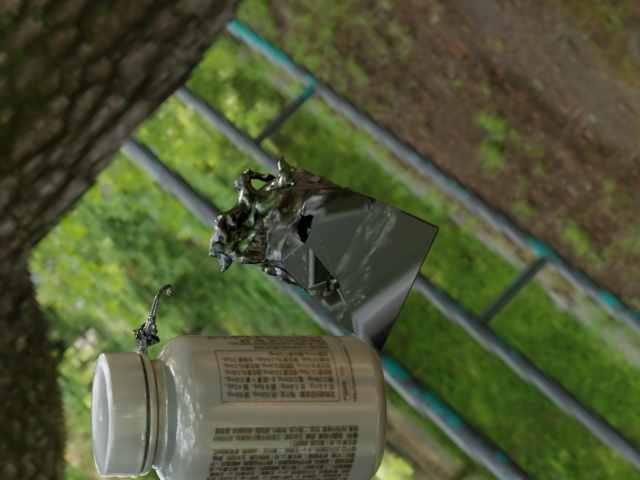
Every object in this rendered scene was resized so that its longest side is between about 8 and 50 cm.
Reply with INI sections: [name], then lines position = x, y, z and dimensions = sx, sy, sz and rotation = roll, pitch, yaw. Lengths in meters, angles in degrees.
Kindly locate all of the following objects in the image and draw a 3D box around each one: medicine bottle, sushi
[medicine bottle]
position = -0.042, 0.088, 0.755
dimensions = 0.079, 0.140, 0.079
rotation = -179, 90, -72
[sushi]
position = 0.000, 0.000, 0.631
dimensions = 0.085, 0.056, 0.083
rotation = 26, -176, 2

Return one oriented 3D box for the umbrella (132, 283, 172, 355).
[umbrella]
position = -0.134, 0.091, 1.099
dimensions = 0.022, 0.022, 0.148
rotation = 32, 122, 19
